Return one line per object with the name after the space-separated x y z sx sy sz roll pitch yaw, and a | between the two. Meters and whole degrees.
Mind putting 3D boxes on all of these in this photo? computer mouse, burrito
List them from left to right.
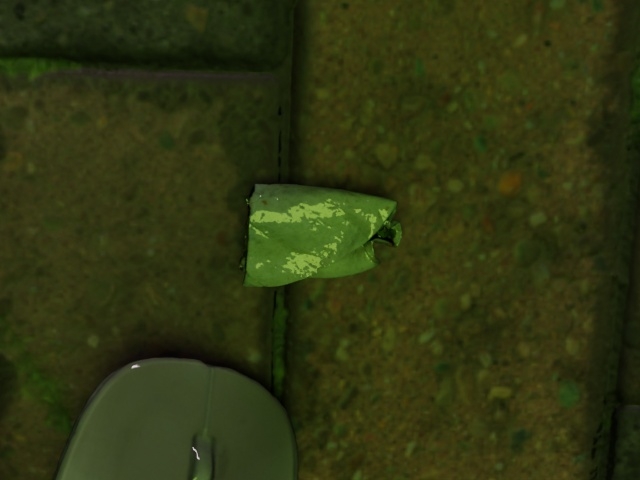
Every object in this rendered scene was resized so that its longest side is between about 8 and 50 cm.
-0.114 0.248 0.992 0.197 0.095 0.330 16 82 -28 | computer mouse
0.000 -0.003 1.005 0.118 0.044 0.074 0 110 0 | burrito
